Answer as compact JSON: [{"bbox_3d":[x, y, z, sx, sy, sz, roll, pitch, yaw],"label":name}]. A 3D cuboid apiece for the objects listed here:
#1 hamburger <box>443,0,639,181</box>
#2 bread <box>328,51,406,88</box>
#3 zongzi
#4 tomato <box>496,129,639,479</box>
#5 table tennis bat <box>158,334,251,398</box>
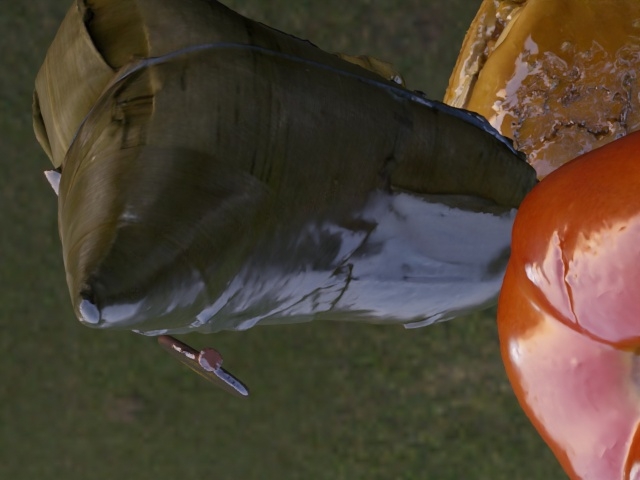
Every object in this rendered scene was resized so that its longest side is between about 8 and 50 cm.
[{"bbox_3d":[0.268,-0.113,1.687,0.304,0.284,0.174,5,-175,-14],"label":"hamburger"},{"bbox_3d":[0.023,-0.105,1.331,0.060,0.066,0.110,-4,178,38],"label":"bread"},{"bbox_3d":[0.000,0.000,1.113,0.356,0.393,0.174,19,112,-18],"label":"zongzi"},{"bbox_3d":[0.217,0.044,0.948,0.180,0.260,0.260,-28,169,-39],"label":"tomato"},{"bbox_3d":[-0.138,0.162,1.728,0.107,0.119,0.170,33,170,-1],"label":"table tennis bat"}]
